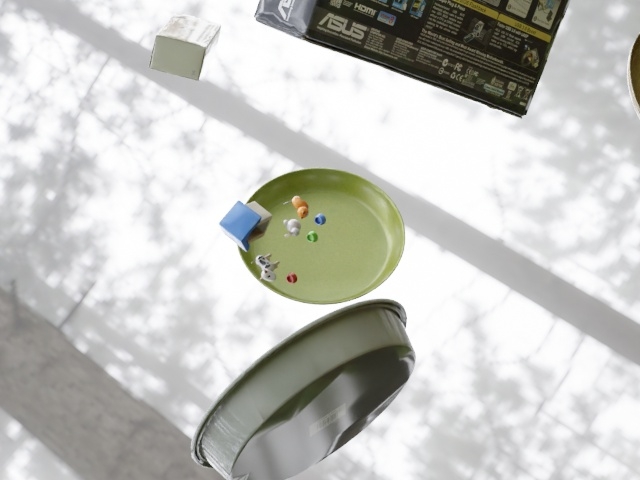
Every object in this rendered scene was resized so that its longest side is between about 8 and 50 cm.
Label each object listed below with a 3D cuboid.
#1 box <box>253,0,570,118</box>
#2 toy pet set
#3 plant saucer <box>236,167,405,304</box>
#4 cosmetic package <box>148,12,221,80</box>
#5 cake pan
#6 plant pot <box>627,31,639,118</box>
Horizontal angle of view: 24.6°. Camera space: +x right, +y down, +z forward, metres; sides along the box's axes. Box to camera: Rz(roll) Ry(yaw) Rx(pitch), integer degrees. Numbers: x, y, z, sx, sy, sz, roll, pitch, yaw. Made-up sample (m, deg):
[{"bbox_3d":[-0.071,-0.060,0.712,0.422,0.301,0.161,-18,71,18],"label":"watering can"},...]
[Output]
[{"bbox_3d":[0.139,-0.329,1.598,0.395,0.097,0.318,11,-77,-46],"label":"box"},{"bbox_3d":[-0.072,-0.007,1.951,0.065,0.114,0.122,-28,-30,-50],"label":"toy pet set"},{"bbox_3d":[0.000,0.000,2.085,0.241,0.241,0.037,-40,-26,-26],"label":"plant saucer"},{"bbox_3d":[-0.151,-0.219,1.646,0.115,0.060,0.041,-80,5,-68],"label":"cosmetic package"},{"bbox_3d":[-0.008,0.181,1.650,0.293,0.054,0.293,-31,-24,-16],"label":"cake pan"},{"bbox_3d":[0.523,-0.203,2.072,0.236,0.236,0.032,-31,-4,-35],"label":"plant pot"}]
